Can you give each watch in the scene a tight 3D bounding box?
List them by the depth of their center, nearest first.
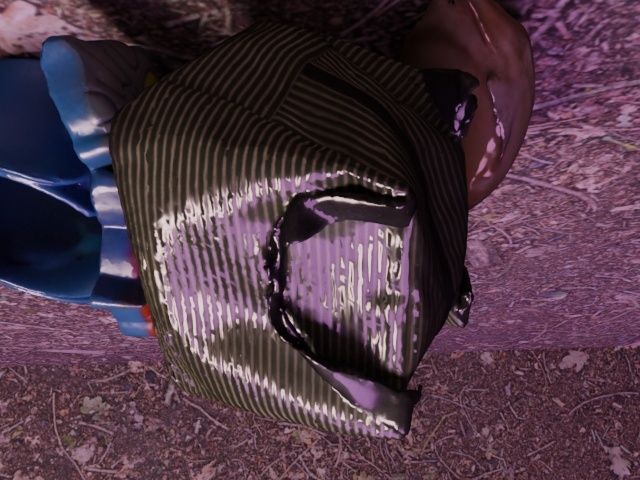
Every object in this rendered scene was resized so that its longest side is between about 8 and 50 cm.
[{"bbox_3d":[-0.258,-0.062,0.699,0.274,0.241,0.305,4,143,13],"label":"watch"}]

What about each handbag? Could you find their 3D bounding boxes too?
[{"bbox_3d":[0.000,0.000,0.636,0.240,0.247,0.340,14,127,27],"label":"handbag"}]

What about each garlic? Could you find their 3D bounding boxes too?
[{"bbox_3d":[0.111,-0.117,0.706,0.196,0.151,0.338,17,156,-17],"label":"garlic"}]
